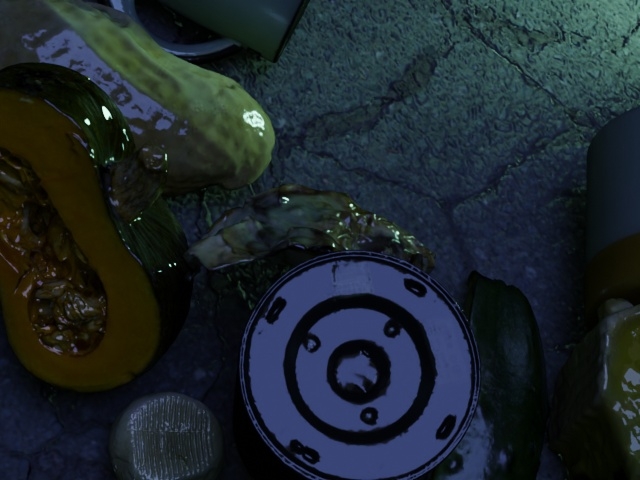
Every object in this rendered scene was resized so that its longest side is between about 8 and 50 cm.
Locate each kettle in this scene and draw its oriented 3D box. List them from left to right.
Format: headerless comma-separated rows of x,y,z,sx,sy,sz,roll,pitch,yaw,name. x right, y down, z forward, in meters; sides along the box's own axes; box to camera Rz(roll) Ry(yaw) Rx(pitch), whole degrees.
-0.132,-0.300,1.559,0.236,0.161,0.221,27,91,-4,kettle
0.035,0.171,1.272,0.203,0.308,0.262,-38,81,-16,kettle

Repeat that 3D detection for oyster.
-0.002,-0.003,1.394,0.201,0.354,0.107,4,88,22,oyster

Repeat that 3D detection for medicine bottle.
0.416,-0.005,1.539,0.238,0.238,0.232,14,61,-12,medicine bottle

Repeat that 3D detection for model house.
0.344,0.186,1.443,0.175,0.193,0.234,-10,67,-12,model house

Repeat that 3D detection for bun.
-0.151,0.204,1.346,0.115,0.069,0.115,8,64,-17,bun

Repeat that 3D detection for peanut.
-0.215,-0.145,1.448,0.340,0.158,0.174,34,23,-6,peanut

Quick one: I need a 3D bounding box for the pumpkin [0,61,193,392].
-0.230,-0.021,1.314,0.222,0.139,0.317,-25,98,11,pumpkin

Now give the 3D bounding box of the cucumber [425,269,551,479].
0.185,0.172,1.459,0.145,0.105,0.325,20,58,-8,cucumber
